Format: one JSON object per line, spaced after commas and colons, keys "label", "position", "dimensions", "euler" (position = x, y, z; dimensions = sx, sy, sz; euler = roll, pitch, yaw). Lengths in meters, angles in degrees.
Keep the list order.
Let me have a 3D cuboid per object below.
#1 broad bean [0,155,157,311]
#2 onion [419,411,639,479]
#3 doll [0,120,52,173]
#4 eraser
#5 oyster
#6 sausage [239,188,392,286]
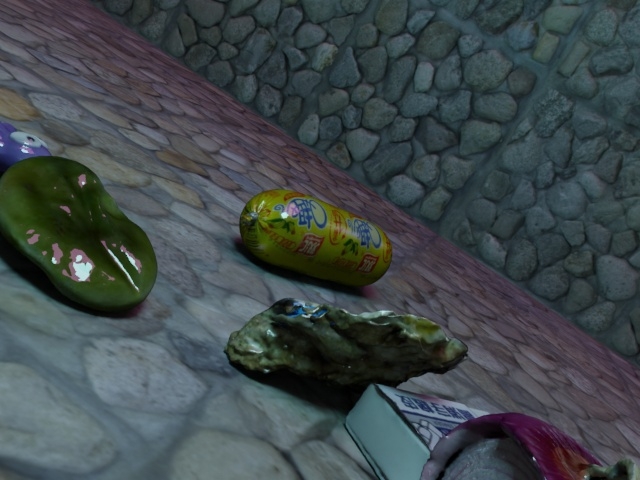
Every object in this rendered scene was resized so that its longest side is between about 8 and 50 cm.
{"label": "broad bean", "position": [-0.252, -0.012, 0.668], "dimensions": [0.153, 0.072, 0.207], "euler": [-1, 35, -45]}
{"label": "onion", "position": [0.184, 0.246, 0.529], "dimensions": [0.201, 0.200, 0.207], "euler": [25, -6, -29]}
{"label": "doll", "position": [-0.388, -0.114, 0.749], "dimensions": [0.206, 0.067, 0.110], "euler": [21, 5, -3]}
{"label": "eraser", "position": [0.142, 0.227, 0.710], "dimensions": [0.210, 0.068, 0.124], "euler": [22, 13, -38]}
{"label": "oyster", "position": [0.038, 0.120, 0.720], "dimensions": [0.223, 0.083, 0.214], "euler": [-9, -23, 35]}
{"label": "sausage", "position": [0.000, 0.000, 1.082], "dimensions": [0.347, 0.123, 0.123], "euler": [19, 19, -47]}
